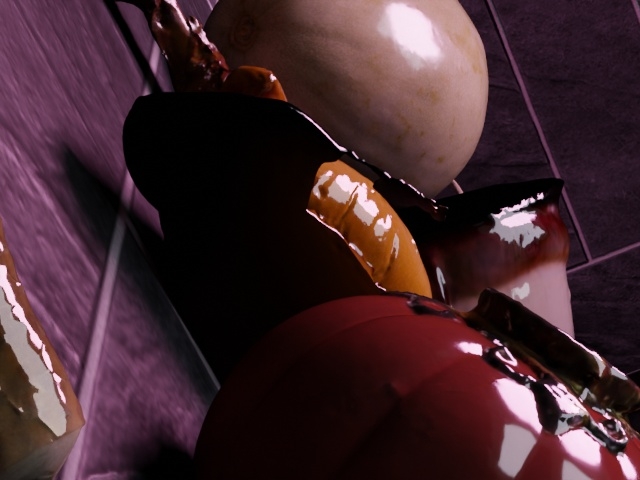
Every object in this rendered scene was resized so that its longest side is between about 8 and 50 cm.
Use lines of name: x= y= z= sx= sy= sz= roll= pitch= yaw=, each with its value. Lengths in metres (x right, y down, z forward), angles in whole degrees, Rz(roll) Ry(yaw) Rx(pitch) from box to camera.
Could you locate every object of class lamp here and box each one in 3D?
lamp: x=0.071 y=0.161 z=0.847 sx=0.303 sy=0.257 sz=0.303 roll=33 pitch=0 yaw=0

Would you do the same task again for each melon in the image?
melon: x=0.025 y=-0.148 z=1.368 sx=0.308 sy=0.271 sz=0.272 roll=57 pitch=13 yaw=-76

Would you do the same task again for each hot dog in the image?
hot dog: x=-0.005 y=0.003 z=1.020 sx=0.107 sy=0.194 sz=0.326 roll=-90 pitch=170 yaw=-53

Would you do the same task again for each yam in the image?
yam: x=-0.165 y=-0.041 z=0.581 sx=0.066 sy=0.066 sz=0.300 roll=10 pitch=60 yaw=-80

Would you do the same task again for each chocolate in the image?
chocolate: x=0.092 y=0.073 z=1.243 sx=0.283 sy=0.283 sz=0.186 roll=-55 pitch=129 yaw=-80

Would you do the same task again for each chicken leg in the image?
chicken leg: x=-0.099 y=-0.133 z=1.177 sx=0.304 sy=0.093 sz=0.113 roll=57 pitch=-6 yaw=-17
